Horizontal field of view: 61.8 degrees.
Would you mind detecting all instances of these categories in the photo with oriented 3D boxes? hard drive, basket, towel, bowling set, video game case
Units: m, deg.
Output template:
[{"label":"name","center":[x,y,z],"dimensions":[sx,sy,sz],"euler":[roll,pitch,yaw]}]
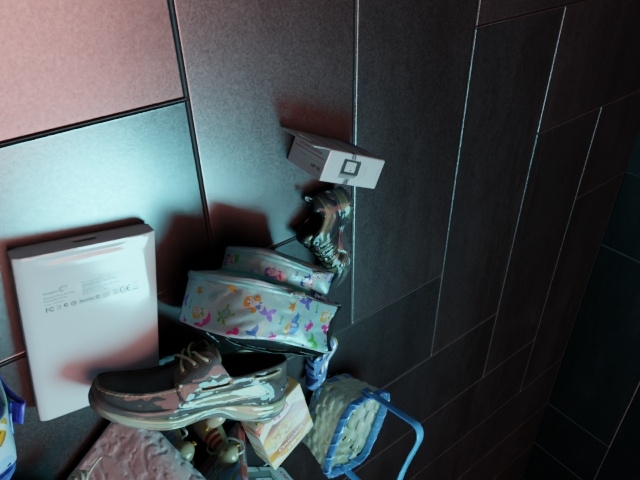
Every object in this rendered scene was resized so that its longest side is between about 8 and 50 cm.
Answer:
[{"label":"hard drive","center":[-0.366,0.133,0.864],"dimensions":[0.203,0.040,0.307],"euler":[-15,126,-35]},{"label":"basket","center":[0.101,0.480,1.332],"dimensions":[0.201,0.289,0.254],"euler":[0,116,-46]},{"label":"towel","center":[-0.332,0.523,0.952],"dimensions":[0.317,0.332,0.053],"euler":[-52,166,-2]},{"label":"bowling set","center":[-0.247,0.369,1.044],"dimensions":[0.287,0.154,0.200],"euler":[-52,139,-2]},{"label":"video game case","center":[-0.224,0.515,1.100],"dimensions":[0.025,0.285,0.204],"euler":[40,86,-11]}]

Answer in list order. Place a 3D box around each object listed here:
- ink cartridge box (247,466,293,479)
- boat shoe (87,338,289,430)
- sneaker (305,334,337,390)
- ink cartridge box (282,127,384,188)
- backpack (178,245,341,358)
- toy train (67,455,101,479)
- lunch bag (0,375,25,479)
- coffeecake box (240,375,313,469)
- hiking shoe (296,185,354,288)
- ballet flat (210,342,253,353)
[{"label":"ink cartridge box","center":[-0.150,0.654,1.288],"dimensions":[0.273,0.198,0.114],"euler":[27,95,-48]},{"label":"boat shoe","center":[-0.215,0.237,0.939],"dimensions":[0.356,0.132,0.130],"euler":[8,101,-36]},{"label":"sneaker","center":[-0.012,0.291,1.285],"dimensions":[0.059,0.053,0.144],"euler":[12,99,-46]},{"label":"ink cartridge box","center":[0.016,-0.149,0.977],"dimensions":[0.180,0.104,0.060],"euler":[3,115,-43]},{"label":"backpack","center":[-0.111,0.108,0.949],"dimensions":[0.254,0.225,0.190],"euler":[10,87,-41]},{"label":"toy train","center":[-0.501,0.435,0.895],"dimensions":[0.143,0.105,0.248],"euler":[34,85,-15]},{"label":"lunch bag","center":[-0.485,0.209,0.610],"dimensions":[0.243,0.303,0.114],"euler":[-9,113,-38]},{"label":"coffeecake box","center":[-0.100,0.418,1.245],"dimensions":[0.142,0.068,0.185],"euler":[-42,139,-29]},{"label":"hiking shoe","center":[0.000,0.000,1.093],"dimensions":[0.114,0.086,0.226],"euler":[-10,118,-22]},{"label":"ballet flat","center":[-0.157,0.214,1.111],"dimensions":[0.168,0.057,0.052],"euler":[-3,146,-37]}]
